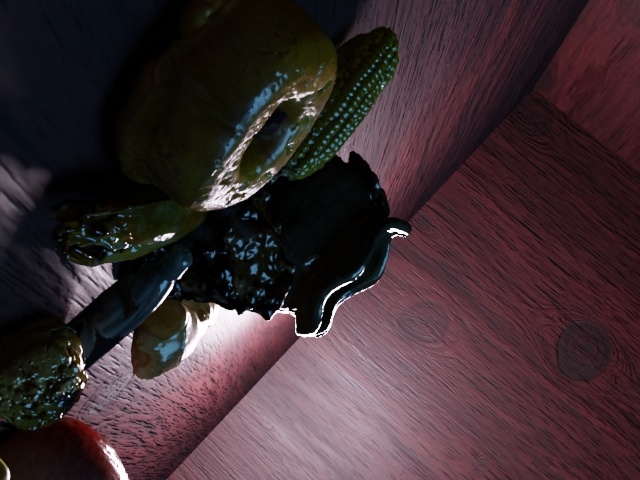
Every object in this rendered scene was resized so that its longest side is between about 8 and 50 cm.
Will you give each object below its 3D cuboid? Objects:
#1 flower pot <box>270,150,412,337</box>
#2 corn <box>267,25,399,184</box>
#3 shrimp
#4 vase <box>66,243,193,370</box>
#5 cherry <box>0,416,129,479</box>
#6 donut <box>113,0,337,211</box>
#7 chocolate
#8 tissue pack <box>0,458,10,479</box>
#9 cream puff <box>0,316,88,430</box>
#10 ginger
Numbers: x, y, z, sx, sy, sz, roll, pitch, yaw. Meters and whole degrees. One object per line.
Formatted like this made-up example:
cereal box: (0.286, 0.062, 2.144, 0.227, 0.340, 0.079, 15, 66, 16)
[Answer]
flower pot: (0.000, 0.000, 1.253, 0.302, 0.213, 0.302, -46, 169, -11)
corn: (0.010, -0.174, 0.978, 0.261, 0.097, 0.097, -51, 171, -14)
shrimp: (-0.197, -0.014, 0.757, 0.150, 0.068, 0.249, -32, 171, 7)
vase: (-0.227, 0.075, 0.890, 0.211, 0.060, 0.060, -38, 174, 19)
cherry: (-0.372, 0.377, 1.049, 0.239, 0.239, 0.206, -46, 162, -15)
donut: (-0.083, -0.127, 0.705, 0.226, 0.114, 0.226, -48, 171, -11)
chocolate: (-0.108, 0.017, 0.968, 0.224, 0.177, 0.206, -43, 169, -38)
tissue pack: (-0.421, 0.282, 0.775, 0.127, 0.123, 0.178, -56, 169, 18)
cream puff: (-0.311, 0.150, 0.825, 0.119, 0.104, 0.133, -43, 170, 7)
ginger: (-0.225, 0.146, 1.244, 0.294, 0.086, 0.131, -18, 127, -80)
